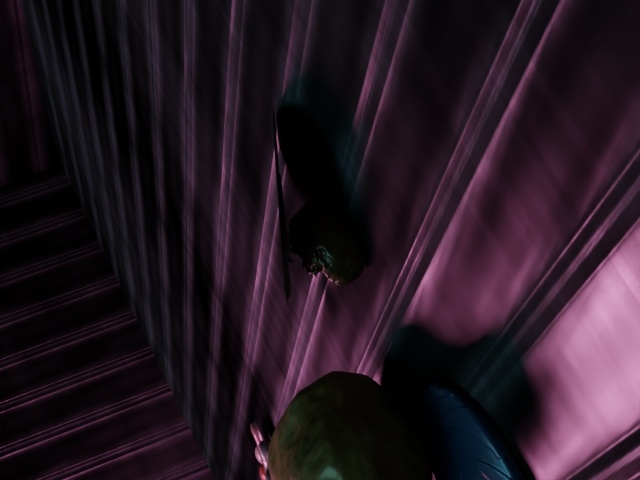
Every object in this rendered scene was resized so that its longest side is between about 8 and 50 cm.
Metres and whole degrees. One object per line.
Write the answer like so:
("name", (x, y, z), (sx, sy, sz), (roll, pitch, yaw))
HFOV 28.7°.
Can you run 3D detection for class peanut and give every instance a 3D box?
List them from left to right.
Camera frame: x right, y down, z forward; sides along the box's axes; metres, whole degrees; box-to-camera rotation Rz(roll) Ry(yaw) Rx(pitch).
("peanut", (0.035, 0.249, 1.423), (0.387, 0.169, 0.192), (175, 102, -81))

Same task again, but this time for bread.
("bread", (0.000, 0.000, 1.410), (0.113, 0.060, 0.082), (41, 154, 61))

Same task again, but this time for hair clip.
("hair clip", (-0.087, 0.416, 2.348), (0.146, 0.075, 0.257), (65, 171, -14))

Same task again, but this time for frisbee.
("frisbee", (0.158, 0.262, 1.297), (0.242, 0.045, 0.242), (59, 165, 27))

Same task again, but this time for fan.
("fan", (-0.041, 0.010, 1.509), (0.415, 0.012, 0.233), (87, 180, -54))
